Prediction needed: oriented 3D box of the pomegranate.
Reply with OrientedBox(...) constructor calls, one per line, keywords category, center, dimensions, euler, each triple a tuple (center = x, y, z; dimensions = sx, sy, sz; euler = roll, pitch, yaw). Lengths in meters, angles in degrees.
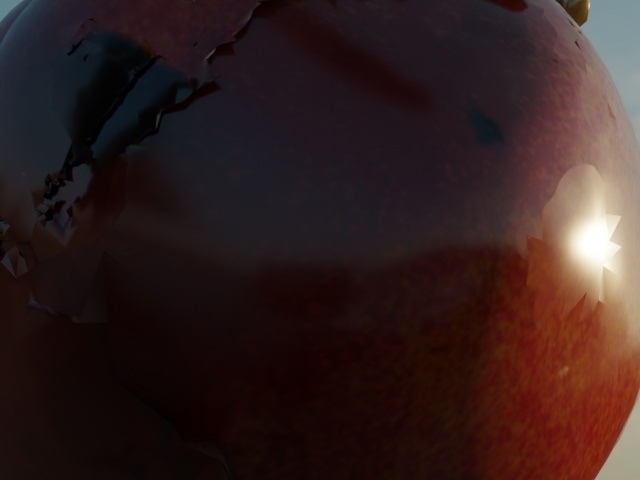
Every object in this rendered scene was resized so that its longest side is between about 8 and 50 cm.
OrientedBox(category="pomegranate", center=(0.000, 0.000, 0.481), dimensions=(0.235, 0.210, 0.210), euler=(-38, 13, -33))
